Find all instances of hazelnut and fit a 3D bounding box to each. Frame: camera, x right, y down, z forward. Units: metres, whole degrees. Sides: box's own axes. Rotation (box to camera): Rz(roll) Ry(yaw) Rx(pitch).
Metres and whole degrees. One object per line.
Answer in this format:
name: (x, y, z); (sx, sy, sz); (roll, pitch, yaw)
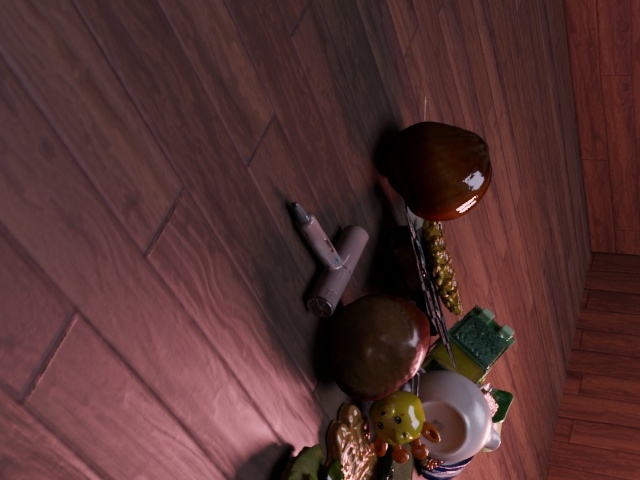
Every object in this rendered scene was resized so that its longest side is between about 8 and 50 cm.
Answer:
hazelnut: (0.247, -0.153, 1.729); (0.251, 0.217, 0.217); (-77, 163, -73)
hazelnut: (0.097, 0.188, 1.548); (0.186, 0.210, 0.210); (39, 57, -32)

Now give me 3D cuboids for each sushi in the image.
sushi: (0.209, 0.106, 1.787); (0.292, 0.059, 0.293); (57, 20, -54)

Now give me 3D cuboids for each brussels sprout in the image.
brussels sprout: (-0.023, 0.433, 1.427); (0.181, 0.101, 0.139); (-44, 153, -67)

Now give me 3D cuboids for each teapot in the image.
teapot: (0.263, 0.368, 1.814); (0.298, 0.204, 0.139); (47, 29, 5)

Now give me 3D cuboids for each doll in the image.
doll: (0.151, 0.336, 1.680); (0.135, 0.143, 0.220); (8, 62, -65)

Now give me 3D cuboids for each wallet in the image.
wallet: (0.164, 0.498, 1.820); (0.236, 0.055, 0.160); (-72, 152, -60)

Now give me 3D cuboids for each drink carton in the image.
drink carton: (0.453, 0.506, 2.359); (0.146, 0.144, 0.142); (-47, 144, -51)

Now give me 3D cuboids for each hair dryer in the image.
hair dryer: (0.003, -0.010, 1.463); (0.195, 0.054, 0.220); (-61, 138, -41)

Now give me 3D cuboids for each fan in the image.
fan: (0.233, -0.177, 1.924); (0.182, 0.010, 0.309); (-24, 118, -61)

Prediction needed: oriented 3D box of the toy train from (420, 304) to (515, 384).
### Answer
toy train: (0.340, 0.278, 1.982); (0.188, 0.159, 0.272); (-54, 164, 29)

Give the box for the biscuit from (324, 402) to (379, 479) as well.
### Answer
biscuit: (0.068, 0.460, 1.669); (0.202, 0.044, 0.288); (-45, 135, -53)

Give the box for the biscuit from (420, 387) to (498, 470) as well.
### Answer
biscuit: (0.338, 0.465, 2.003); (0.237, 0.026, 0.131); (-48, 141, -7)

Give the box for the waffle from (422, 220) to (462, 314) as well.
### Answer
waffle: (0.284, 0.059, 1.941); (0.228, 0.051, 0.231); (-95, 165, -46)

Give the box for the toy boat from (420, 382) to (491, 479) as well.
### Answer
toy boat: (0.357, 0.480, 2.083); (0.221, 0.067, 0.291); (2, 122, -46)
